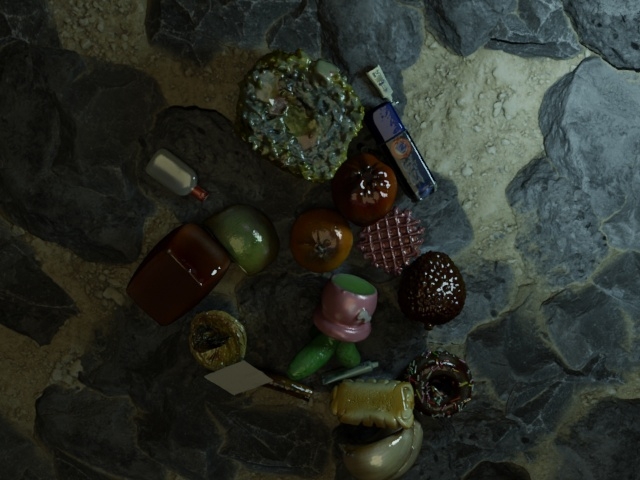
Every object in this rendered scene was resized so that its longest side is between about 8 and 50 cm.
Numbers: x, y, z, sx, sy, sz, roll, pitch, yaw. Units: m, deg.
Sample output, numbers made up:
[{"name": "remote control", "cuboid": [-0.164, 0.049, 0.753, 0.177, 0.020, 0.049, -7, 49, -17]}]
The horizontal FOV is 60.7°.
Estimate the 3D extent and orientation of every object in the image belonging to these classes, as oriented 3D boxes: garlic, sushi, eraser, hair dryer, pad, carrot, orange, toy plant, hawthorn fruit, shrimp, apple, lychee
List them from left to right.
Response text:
[{"name": "shrimp", "cuboid": [-0.389, 0.343, 1.913, 0.161, 0.034, 0.091, -17, 97, 20]}, {"name": "pad", "cuboid": [-0.297, 0.500, 1.980, 0.232, 0.004, 0.156, -28, 123, 34]}, {"name": "apple", "cuboid": [-0.251, -0.010, 1.867, 0.193, 0.120, 0.265, -39, 104, -2]}, {"name": "carrot", "cuboid": [-0.150, 0.533, 2.031, 0.260, 0.070, 0.070, 22, 104, -8]}, {"name": "sushi", "cuboid": [-0.069, -0.398, 1.702, 0.396, 0.240, 0.351, 30, 102, -10]}, {"name": "orange", "cuboid": [0.000, 0.000, 1.837, 0.224, 0.170, 0.224, 0, 104, -2]}, {"name": "toy plant", "cuboid": [0.046, 0.298, 1.881, 0.317, 0.210, 0.356, -1, 123, -41]}, {"name": "hawthorn fruit", "cuboid": [0.138, -0.145, 1.782, 0.224, 0.224, 0.261, 0, 149, 0]}, {"name": "hair dryer", "cuboid": [0.165, -0.303, 1.828, 0.083, 0.047, 0.026, 11, 114, -22]}, {"name": "garlic", "cuboid": [0.230, 0.770, 2.005, 0.313, 0.249, 0.286, -17, 131, 8]}, {"name": "eraser", "cuboid": [0.257, -0.285, 1.773, 0.101, 0.155, 0.332, -30, 102, 4]}, {"name": "lychee", "cuboid": [0.380, 0.171, 1.858, 0.235, 0.236, 0.271, 16, 79, -4]}]

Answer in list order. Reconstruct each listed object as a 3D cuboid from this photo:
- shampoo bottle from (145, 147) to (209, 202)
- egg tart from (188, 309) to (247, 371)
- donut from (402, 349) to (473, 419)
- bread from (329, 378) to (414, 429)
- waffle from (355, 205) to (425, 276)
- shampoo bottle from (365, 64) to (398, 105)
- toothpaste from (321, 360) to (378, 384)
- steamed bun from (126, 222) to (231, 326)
[{"name": "shampoo bottle", "cuboid": [-0.475, -0.209, 1.844, 0.221, 0.051, 0.108, 38, 99, -8]}, {"name": "egg tart", "cuboid": [-0.360, 0.356, 1.972, 0.231, 0.098, 0.252, -21, 100, 15]}, {"name": "donut", "cuboid": [0.434, 0.534, 2.010, 0.269, 0.103, 0.270, 0, 106, 2]}, {"name": "bread", "cuboid": [0.186, 0.588, 1.980, 0.311, 0.121, 0.173, 0, 62, 20]}, {"name": "waffle", "cuboid": [0.241, -0.007, 1.865, 0.221, 0.055, 0.234, 36, 102, 15]}, {"name": "shampoo bottle", "cuboid": [0.203, -0.498, 1.777, 0.049, 0.034, 0.141, -33, 103, 1]}, {"name": "toothpaste", "cuboid": [0.109, 0.485, 2.023, 0.218, 0.064, 0.041, -15, 119, 0]}, {"name": "steamed bun", "cuboid": [-0.461, 0.100, 1.818, 0.235, 0.248, 0.379, 45, 128, -5]}]
